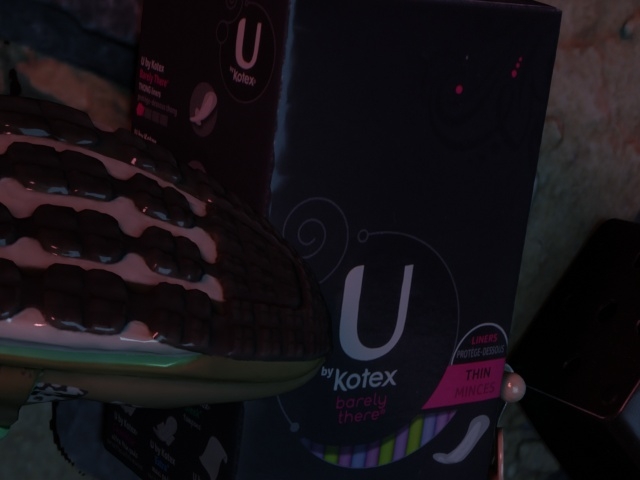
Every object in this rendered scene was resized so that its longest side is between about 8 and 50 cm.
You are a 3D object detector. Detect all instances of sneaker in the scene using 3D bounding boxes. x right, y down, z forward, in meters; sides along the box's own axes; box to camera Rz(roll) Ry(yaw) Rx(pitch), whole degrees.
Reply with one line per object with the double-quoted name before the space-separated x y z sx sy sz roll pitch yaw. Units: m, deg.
"sneaker" -0.202 0.049 0.607 0.410 0.158 0.182 2 127 -8

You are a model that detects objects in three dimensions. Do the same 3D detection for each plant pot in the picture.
"plant pot" 0.233 0.088 0.917 0.167 0.188 0.187 38 83 -23

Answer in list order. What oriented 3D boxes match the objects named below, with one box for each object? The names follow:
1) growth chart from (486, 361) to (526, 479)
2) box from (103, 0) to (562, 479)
"growth chart" 0.090 0.166 0.854 0.021 0.172 0.237 1 106 -4
"box" 0.000 0.000 0.745 0.165 0.143 0.270 -2 106 -34
